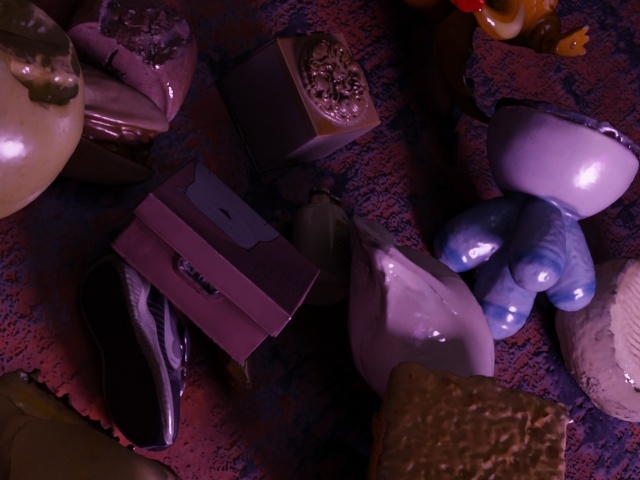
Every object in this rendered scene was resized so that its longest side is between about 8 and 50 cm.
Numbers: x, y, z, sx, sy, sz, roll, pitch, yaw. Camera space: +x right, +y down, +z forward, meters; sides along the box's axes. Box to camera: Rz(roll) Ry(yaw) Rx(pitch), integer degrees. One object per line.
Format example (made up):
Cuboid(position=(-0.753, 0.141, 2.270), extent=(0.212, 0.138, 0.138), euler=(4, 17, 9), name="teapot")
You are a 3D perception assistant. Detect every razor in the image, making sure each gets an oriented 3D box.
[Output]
Cuboid(position=(0.217, -0.200, 2.300), extent=(0.190, 0.033, 0.066), euler=(-69, 164, -47), name="razor")

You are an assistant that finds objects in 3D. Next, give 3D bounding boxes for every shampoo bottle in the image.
Cuboid(position=(0.000, 0.000, 1.905), extent=(0.079, 0.079, 0.162), euler=(23, 51, -36), name="shampoo bottle")

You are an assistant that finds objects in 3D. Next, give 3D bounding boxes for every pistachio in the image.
Cuboid(position=(-0.268, -0.133, 1.681), extent=(0.206, 0.131, 0.129), euler=(19, 99, -45), name="pistachio")

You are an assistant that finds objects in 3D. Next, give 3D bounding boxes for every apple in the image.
Cuboid(position=(-0.371, -0.141, 1.469), extent=(0.279, 0.279, 0.279), euler=(25, 50, -35), name="apple")

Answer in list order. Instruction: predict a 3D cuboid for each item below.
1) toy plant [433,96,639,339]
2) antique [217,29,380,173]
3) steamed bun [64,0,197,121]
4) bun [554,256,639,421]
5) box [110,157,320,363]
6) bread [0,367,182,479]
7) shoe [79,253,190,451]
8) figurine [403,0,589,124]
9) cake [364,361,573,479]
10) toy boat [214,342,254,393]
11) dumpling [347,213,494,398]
Cuboid(position=(0.302, -0.014, 2.102), extent=(0.247, 0.247, 0.332), euler=(24, 84, -36), name="toy plant")
Cuboid(position=(-0.023, -0.193, 1.948), extent=(0.147, 0.148, 0.152), euler=(-18, 83, -48), name="antique")
Cuboid(position=(-0.227, -0.239, 1.791), extent=(0.175, 0.106, 0.145), euler=(40, 43, -19), name="steamed bun")
Cuboid(position=(0.458, 0.157, 2.241), extent=(0.259, 0.152, 0.259), euler=(14, 70, -42), name="bun")
Cuboid(position=(-0.116, 0.021, 1.675), extent=(0.215, 0.086, 0.215), euler=(42, 17, -2), name="box")
Cuboid(position=(-0.287, 0.243, 1.390), extent=(0.262, 0.162, 0.204), euler=(31, 25, 35), name="bread")
Cuboid(position=(-0.187, 0.121, 1.624), extent=(0.112, 0.099, 0.227), euler=(0, 65, -53), name="shoe")
Cuboid(position=(0.214, -0.421, 2.178), extent=(0.268, 0.387, 0.401), euler=(-43, 140, -11), name="figurine")
Cuboid(position=(0.152, 0.324, 1.741), extent=(0.222, 0.286, 0.227), euler=(14, 49, 1), name="cake")
Cuboid(position=(-0.098, 0.115, 1.752), extent=(0.049, 0.047, 0.149), euler=(33, 38, -38), name="toy boat")
Cuboid(position=(0.117, 0.103, 1.877), extent=(0.341, 0.181, 0.260), euler=(38, 15, -22), name="dumpling")
